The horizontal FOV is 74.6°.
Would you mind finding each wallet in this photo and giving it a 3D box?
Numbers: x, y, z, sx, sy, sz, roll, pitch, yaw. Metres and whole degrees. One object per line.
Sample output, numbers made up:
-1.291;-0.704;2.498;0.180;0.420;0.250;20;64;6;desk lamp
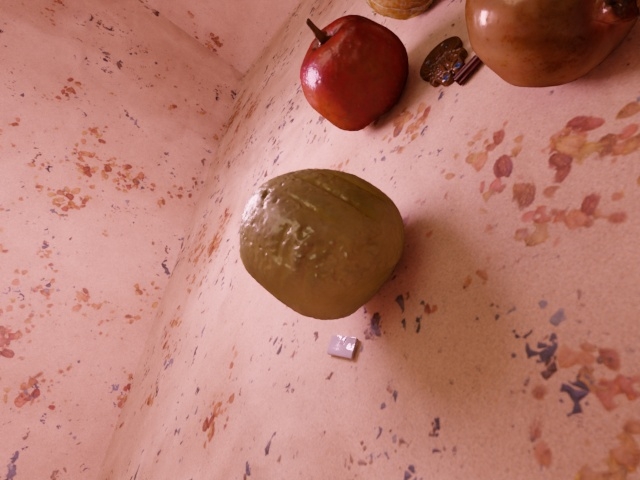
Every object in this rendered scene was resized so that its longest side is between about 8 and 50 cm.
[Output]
0.045;0.215;0.852;0.083;0.011;0.044;-12;54;55;wallet

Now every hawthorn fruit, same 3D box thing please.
0.072;-0.466;1.119;0.287;0.330;0.287;-24;52;34;hawthorn fruit

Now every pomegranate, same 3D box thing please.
0.368;-0.367;0.647;0.252;0.229;0.270;-48;36;23;pomegranate

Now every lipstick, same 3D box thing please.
0.363;-0.415;0.913;0.176;0.027;0.027;-46;31;22;lipstick

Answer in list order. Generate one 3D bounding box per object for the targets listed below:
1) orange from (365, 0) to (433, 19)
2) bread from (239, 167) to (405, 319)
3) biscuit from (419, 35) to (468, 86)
0.215;-0.812;1.208;0.249;0.329;0.329;-31;34;7;orange
0.004;-0.010;0.828;0.320;0.320;0.237;-118;43;-58;bread
0.302;-0.440;1.033;0.124;0.026;0.175;-46;31;26;biscuit
